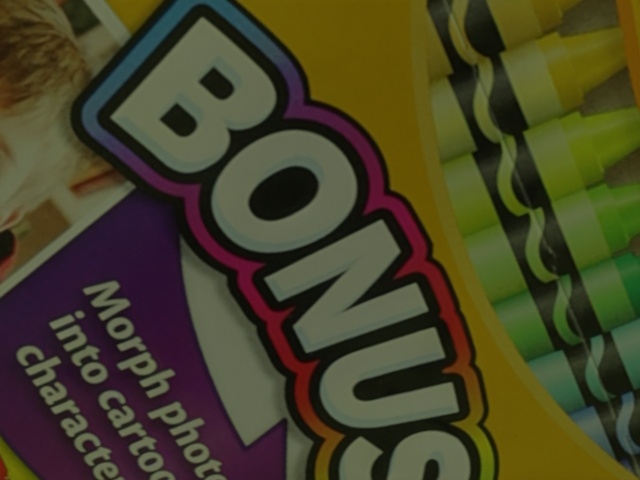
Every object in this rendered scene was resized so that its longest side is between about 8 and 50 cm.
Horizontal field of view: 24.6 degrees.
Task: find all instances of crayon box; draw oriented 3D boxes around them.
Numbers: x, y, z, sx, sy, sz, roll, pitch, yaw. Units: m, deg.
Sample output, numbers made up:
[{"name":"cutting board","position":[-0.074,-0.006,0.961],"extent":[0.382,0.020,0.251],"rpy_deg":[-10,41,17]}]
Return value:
[{"name":"crayon box","position":[0.000,0.000,0.398],"extent":[0.313,0.106,0.363],"rpy_deg":[-21,-61,10]}]
